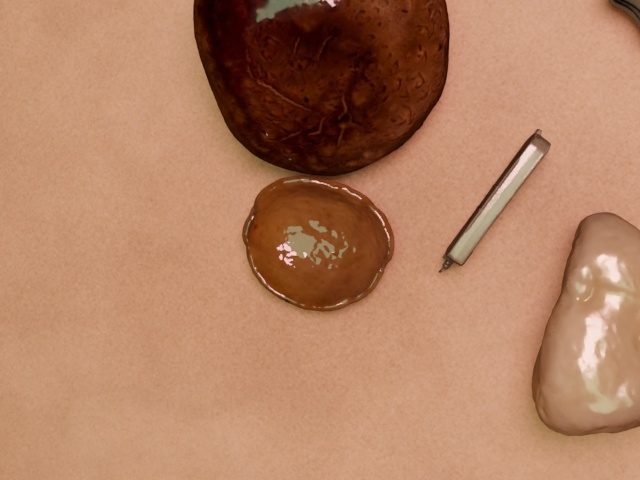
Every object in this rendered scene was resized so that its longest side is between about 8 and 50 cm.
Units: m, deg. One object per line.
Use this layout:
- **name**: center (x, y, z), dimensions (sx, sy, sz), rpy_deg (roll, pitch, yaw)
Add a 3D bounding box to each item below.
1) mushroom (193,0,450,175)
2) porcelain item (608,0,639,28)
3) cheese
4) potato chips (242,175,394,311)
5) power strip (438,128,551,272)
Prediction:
- **mushroom**: center (0.003, -0.243, 0.925), dimensions (0.345, 0.345, 0.239), rpy_deg (-13, 52, 13)
- **porcelain item**: center (0.486, -0.376, 0.848), dimensions (0.286, 0.157, 0.281), rpy_deg (1, 94, 12)
- **cheese**: center (0.343, 0.111, 0.890), dimensions (0.248, 0.173, 0.251), rpy_deg (-36, 85, 3)
- **potato chips**: center (-0.001, 0.000, 1.025), dimensions (0.208, 0.062, 0.195), rpy_deg (-16, 94, 12)
- **power strip**: center (0.226, -0.045, 0.960), dimensions (0.029, 0.080, 0.227), rpy_deg (36, 100, 5)
